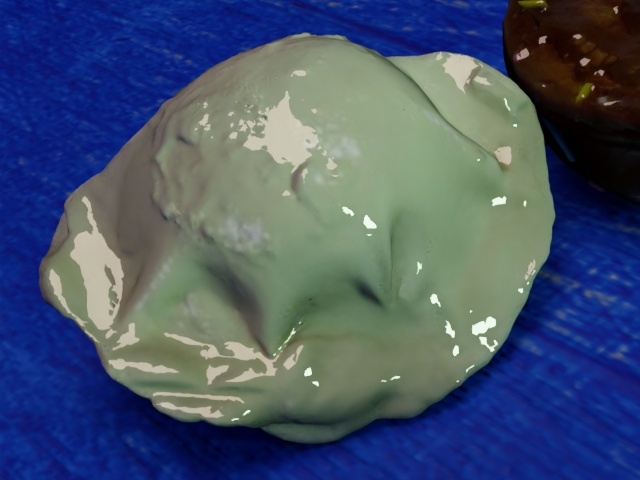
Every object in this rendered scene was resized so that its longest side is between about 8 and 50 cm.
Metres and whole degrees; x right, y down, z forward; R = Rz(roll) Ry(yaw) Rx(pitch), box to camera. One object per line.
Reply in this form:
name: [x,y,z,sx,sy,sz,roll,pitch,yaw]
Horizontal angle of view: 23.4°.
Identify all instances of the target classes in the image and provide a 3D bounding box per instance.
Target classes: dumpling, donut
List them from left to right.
dumpling: [0.000,0.000,0.742,0.258,0.147,0.193,-26,65,-13]
donut: [0.217,-0.096,0.809,0.230,0.096,0.216,-22,36,-7]
